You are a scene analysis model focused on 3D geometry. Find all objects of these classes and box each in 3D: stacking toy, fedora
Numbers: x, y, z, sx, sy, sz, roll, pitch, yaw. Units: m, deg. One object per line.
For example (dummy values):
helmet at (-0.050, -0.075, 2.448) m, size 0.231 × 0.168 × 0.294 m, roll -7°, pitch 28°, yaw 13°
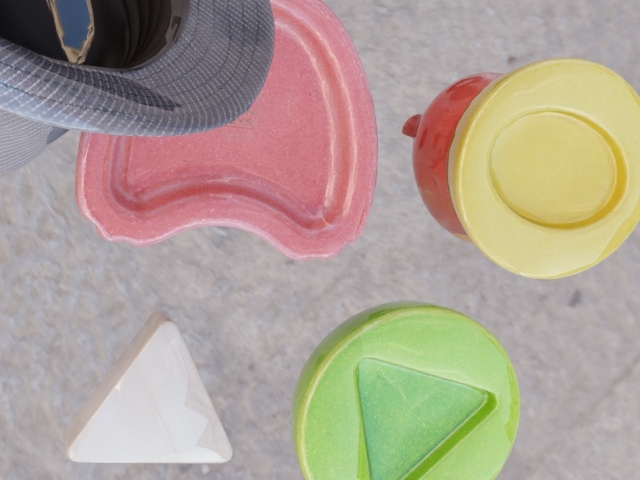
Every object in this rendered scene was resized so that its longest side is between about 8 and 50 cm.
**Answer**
stacking toy at (0.000, 0.000, 0.675) m, size 0.309 × 0.130 × 0.279 m, roll 15°, pitch 99°, yaw -21°
fedora at (-0.163, -0.115, 0.482) m, size 0.275 × 0.243 × 0.124 m, roll 35°, pitch 124°, yaw -23°
